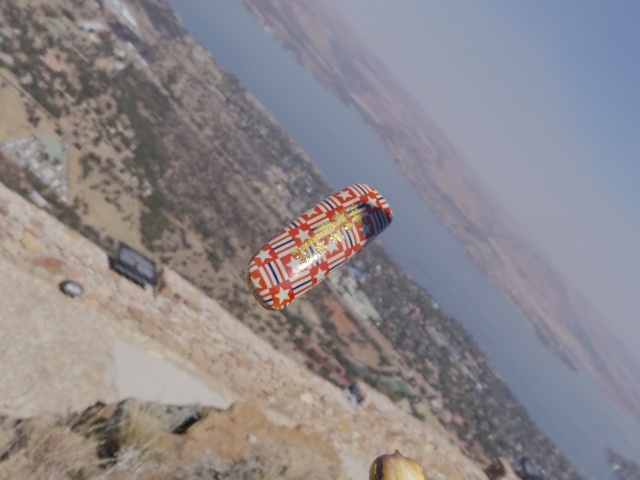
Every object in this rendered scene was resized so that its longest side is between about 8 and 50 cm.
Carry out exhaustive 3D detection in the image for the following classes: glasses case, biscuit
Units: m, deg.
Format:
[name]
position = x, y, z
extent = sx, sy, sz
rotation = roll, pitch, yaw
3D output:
[glasses case]
position = 0.000, 0.000, 0.878
extent = 0.073, 0.194, 0.049
rotation = 53, -26, 1
[biscuit]
position = 0.145, 0.439, 1.098
extent = 0.154, 0.045, 0.299
rotation = 18, 44, -55
